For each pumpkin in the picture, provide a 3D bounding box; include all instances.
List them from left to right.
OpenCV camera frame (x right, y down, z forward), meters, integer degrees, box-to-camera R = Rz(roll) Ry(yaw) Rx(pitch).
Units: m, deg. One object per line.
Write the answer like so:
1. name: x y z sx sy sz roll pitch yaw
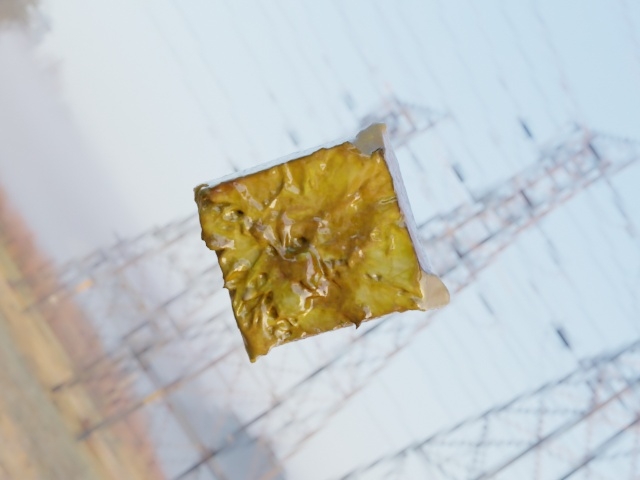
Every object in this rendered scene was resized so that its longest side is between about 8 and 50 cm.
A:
1. pumpkin: 0.000 0.000 0.665 0.054 0.083 0.074 -18 92 -82
